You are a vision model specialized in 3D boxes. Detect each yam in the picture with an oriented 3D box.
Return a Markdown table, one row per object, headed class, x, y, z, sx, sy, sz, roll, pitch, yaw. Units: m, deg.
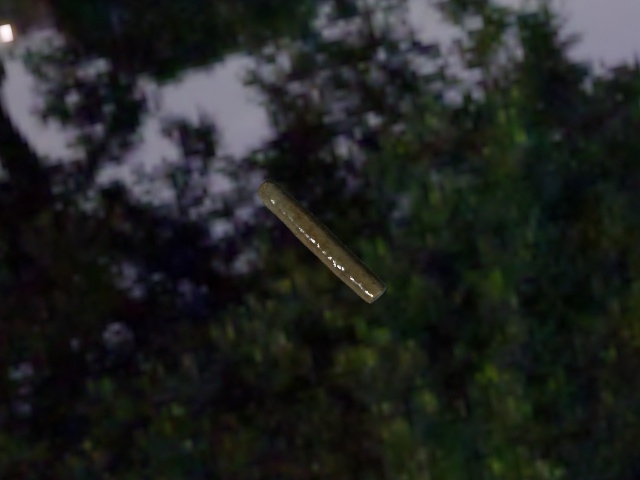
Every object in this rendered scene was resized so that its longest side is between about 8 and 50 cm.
| class | x | y | z | sx | sy | sz | roll | pitch | yaw |
| --- | --- | --- | --- | --- | --- | --- | --- | --- | --- |
| yam | 0.000 | 0.000 | 1.271 | 0.021 | 0.116 | 0.021 | -44 | 167 | -13 |
